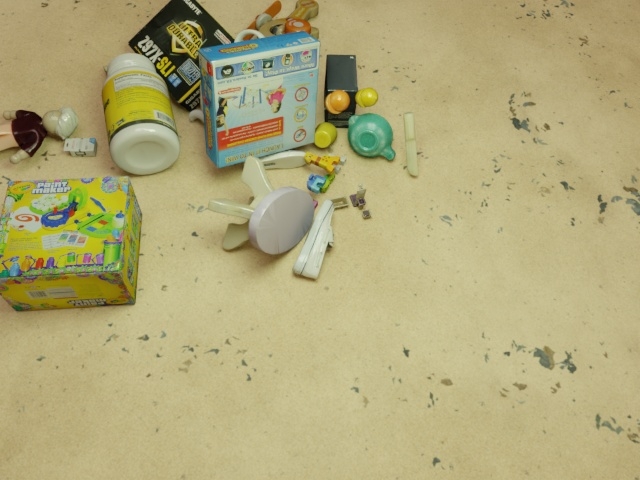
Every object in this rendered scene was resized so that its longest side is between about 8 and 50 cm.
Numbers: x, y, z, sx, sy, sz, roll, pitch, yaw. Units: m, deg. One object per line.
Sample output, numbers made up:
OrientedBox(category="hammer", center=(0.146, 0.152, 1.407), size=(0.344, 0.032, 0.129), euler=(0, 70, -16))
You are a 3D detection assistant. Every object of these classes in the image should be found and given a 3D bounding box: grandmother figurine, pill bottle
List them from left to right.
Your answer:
OrientedBox(category="grandmother figurine", center=(-0.862, -0.304, 1.678), size=(0.343, 0.104, 0.207), euler=(-17, 70, -11))
OrientedBox(category="pill bottle", center=(-0.518, -0.367, 1.684), size=(0.188, 0.187, 0.333), euler=(-12, 59, -11))

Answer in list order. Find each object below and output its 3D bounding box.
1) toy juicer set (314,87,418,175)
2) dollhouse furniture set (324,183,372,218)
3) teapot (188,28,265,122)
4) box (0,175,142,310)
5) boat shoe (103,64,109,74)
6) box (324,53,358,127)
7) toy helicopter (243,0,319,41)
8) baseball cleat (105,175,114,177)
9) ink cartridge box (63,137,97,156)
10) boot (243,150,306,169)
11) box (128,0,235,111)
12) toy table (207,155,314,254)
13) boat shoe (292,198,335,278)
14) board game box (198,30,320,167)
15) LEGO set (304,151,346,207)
OrientedBox(category="toy juicer set", center=(0.152, -0.332, 1.701), size=(0.329, 0.209, 0.089), euler=(17, 30, 5))
OrientedBox(category="dollhouse furniture set", center=(0.077, -0.106, 1.622), size=(0.115, 0.081, 0.090), euler=(-13, 60, -11))
OrientedBox(category="teapot", center=(-0.252, -0.439, 1.705), size=(0.256, 0.252, 0.187), euler=(-37, 75, -17))
OrientedBox(category="box", center=(-0.609, 0.006, 1.455), size=(0.290, 0.177, 0.279), euler=(-3, 59, -4))
OrientedBox(category="boat shoe", center=(-0.634, -0.503, 1.840), size=(0.045, 0.050, 0.135), euler=(-26, 63, -12))
OrientedBox(category="box", center=(0.059, -0.450, 1.788), size=(0.093, 0.158, 0.155), euler=(1, 58, -3))
OrientedBox(category="toy helicopter", center=(-0.108, -0.724, 1.983), size=(0.235, 0.140, 0.355), euler=(16, 47, 10))
OrientedBox(category="baseball cleat", center=(-0.624, -0.126, 1.609), size=(0.206, 0.072, 0.109), euler=(3, 44, -7))
OrientedBox(category="ink cartridge box", center=(-0.690, -0.268, 1.704), size=(0.084, 0.028, 0.048), euler=(-2, 58, -5))
OrientedBox(category="boot", center=(-0.131, -0.256, 1.708), size=(0.190, 0.069, 0.086), euler=(-6, 64, -6))
OrientedBox(category="box", center=(-0.413, -0.592, 1.835), size=(0.257, 0.079, 0.322), euler=(-43, 67, 5))
OrientedBox(category="toy table", center=(-0.149, -0.071, 1.513), size=(0.161, 0.274, 0.252), euler=(23, 93, 22))
OrientedBox(category="boat shoe", center=(0.000, 0.000, 1.565), size=(0.076, 0.083, 0.226), euler=(25, 71, -2))
OrientedBox(category="board game box", center=(-0.158, -0.375, 1.575), size=(0.308, 0.301, 0.086), euler=(-19, 46, -26))
OrientedBox(category="LEGO set", center=(-0.015, -0.190, 1.666), size=(0.093, 0.087, 0.227), euler=(26, 59, 11))
